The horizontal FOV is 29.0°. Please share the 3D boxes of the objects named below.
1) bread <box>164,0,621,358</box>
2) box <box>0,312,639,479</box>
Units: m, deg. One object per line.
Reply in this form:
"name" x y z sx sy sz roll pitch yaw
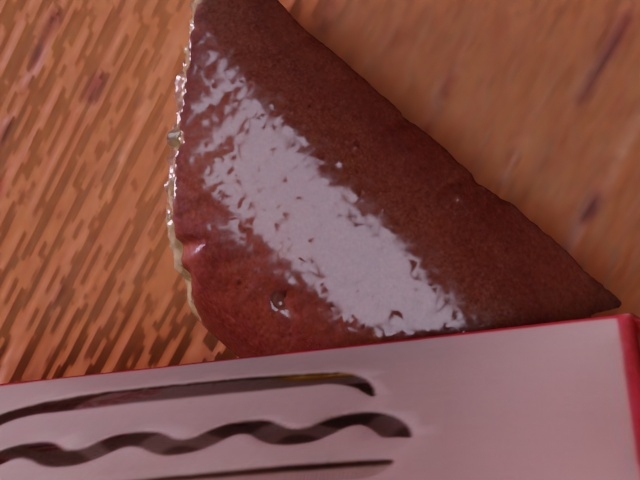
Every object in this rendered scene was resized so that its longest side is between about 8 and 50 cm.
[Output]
"bread" 0.000 0.000 0.454 0.192 0.067 0.119 40 104 4
"box" -0.030 0.226 0.346 0.314 0.300 0.312 -7 112 12
